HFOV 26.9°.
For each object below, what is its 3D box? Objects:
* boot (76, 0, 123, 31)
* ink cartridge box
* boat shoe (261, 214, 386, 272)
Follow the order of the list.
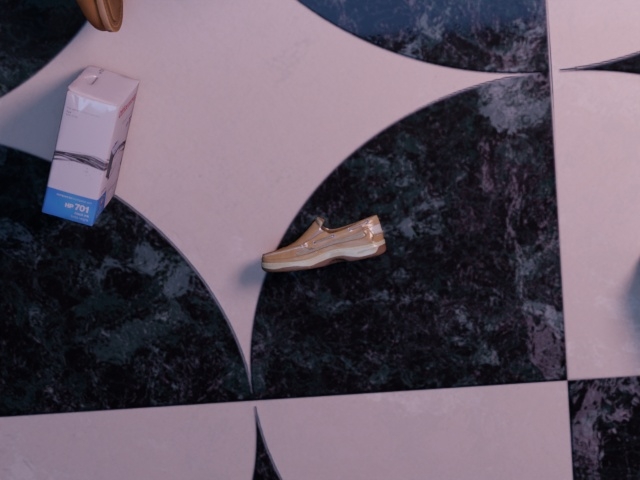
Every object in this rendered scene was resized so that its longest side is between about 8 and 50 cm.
[{"bbox_3d":[-0.412,-0.390,1.844,0.220,0.109,0.283,-20,108,12],"label":"boot"},{"bbox_3d":[-0.331,-0.138,1.930,0.082,0.139,0.190,18,114,-1],"label":"ink cartridge box"},{"bbox_3d":[0.000,0.000,2.007,0.190,0.068,0.072,-12,100,0],"label":"boat shoe"}]
